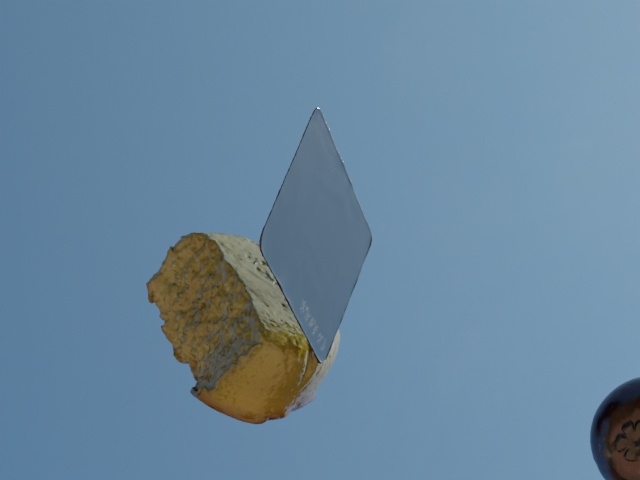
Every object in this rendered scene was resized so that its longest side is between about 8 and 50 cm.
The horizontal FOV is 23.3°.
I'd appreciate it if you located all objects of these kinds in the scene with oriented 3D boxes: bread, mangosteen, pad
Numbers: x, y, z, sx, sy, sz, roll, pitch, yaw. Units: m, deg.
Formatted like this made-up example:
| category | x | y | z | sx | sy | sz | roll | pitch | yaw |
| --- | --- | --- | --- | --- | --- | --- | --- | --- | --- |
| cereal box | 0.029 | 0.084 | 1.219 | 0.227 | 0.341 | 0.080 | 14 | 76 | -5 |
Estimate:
| category | x | y | z | sx | sy | sz | roll | pitch | yaw |
| --- | --- | --- | --- | --- | --- | --- | --- | --- | --- |
| bread | -0.048 | 0.066 | 1.117 | 0.125 | 0.156 | 0.086 | 16 | -63 | -37 |
| mangosteen | 0.204 | 0.122 | 0.938 | 0.081 | 0.081 | 0.081 | -1 | -68 | -2 |
| pad | 0.000 | 0.000 | 1.026 | 0.003 | 0.112 | 0.157 | 10 | -30 | 23 |
